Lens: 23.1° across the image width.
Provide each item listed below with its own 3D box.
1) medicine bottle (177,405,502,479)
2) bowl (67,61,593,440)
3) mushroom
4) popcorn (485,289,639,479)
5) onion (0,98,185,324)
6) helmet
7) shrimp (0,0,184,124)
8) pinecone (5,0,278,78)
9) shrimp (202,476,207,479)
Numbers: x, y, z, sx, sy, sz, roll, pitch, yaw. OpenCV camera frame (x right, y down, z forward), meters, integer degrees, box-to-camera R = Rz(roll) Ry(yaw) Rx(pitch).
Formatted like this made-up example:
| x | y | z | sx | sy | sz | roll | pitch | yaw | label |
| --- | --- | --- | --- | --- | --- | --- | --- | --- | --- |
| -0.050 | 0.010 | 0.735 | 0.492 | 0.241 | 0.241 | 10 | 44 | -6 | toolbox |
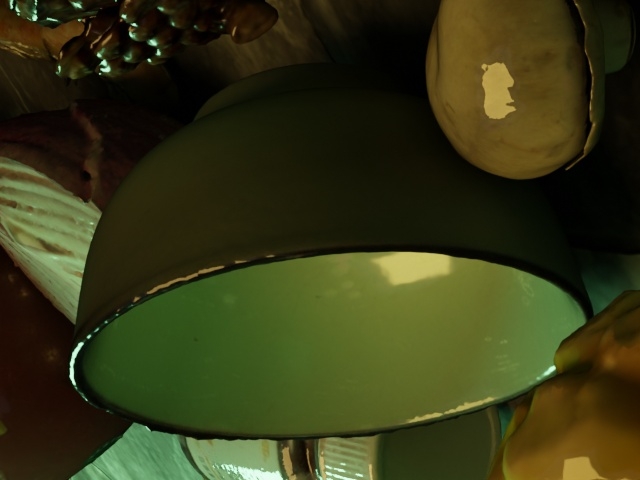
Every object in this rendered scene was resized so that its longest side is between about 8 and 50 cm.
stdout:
| x | y | z | sx | sy | sz | roll | pitch | yaw | label |
| --- | --- | --- | --- | --- | --- | --- | --- | --- | --- |
| 0.010 | 0.160 | 1.359 | 0.273 | 0.165 | 0.165 | 8 | 133 | 50 | medicine bottle |
| 0.000 | 0.000 | 1.083 | 0.354 | 0.354 | 0.185 | 119 | 150 | -60 | bowl |
| 0.124 | -0.111 | 0.919 | 0.154 | 0.122 | 0.154 | 171 | 90 | -86 | mushroom |
| 0.273 | 0.176 | 0.844 | 0.354 | 0.344 | 0.390 | 13 | 146 | 39 | popcorn |
| -0.183 | -0.037 | 1.345 | 0.349 | 0.159 | 0.267 | 34 | 149 | 17 | onion |
| -0.282 | 0.062 | 1.531 | 0.230 | 0.337 | 0.385 | -23 | 99 | 26 | helmet |
| -0.236 | -0.159 | 1.407 | 0.296 | 0.058 | 0.169 | 21 | 145 | 32 | shrimp |
| -0.126 | -0.227 | 1.004 | 0.272 | 0.224 | 0.224 | 47 | 152 | 8 | pinecone |
| -0.034 | 0.214 | 1.579 | 0.262 | 0.198 | 0.051 | 23 | 126 | -39 | shrimp |
